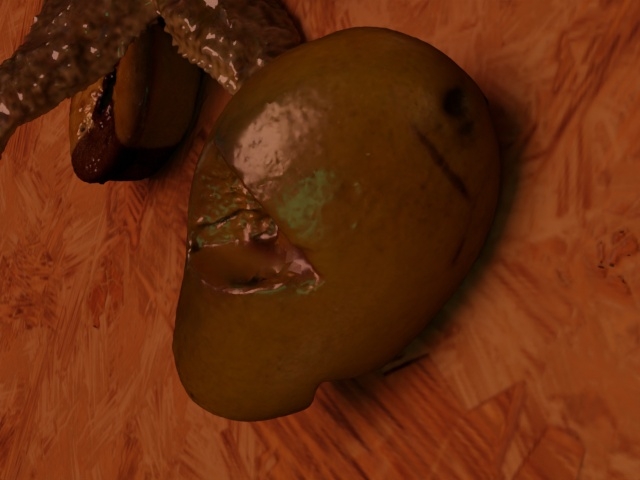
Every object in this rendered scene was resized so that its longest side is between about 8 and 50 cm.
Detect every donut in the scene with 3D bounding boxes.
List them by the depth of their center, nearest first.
[{"bbox_3d":[-0.176,-0.138,0.912,0.184,0.073,0.166,-56,43,29],"label":"donut"}]

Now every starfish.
[{"bbox_3d":[-0.172,-0.180,0.790,0.324,0.082,0.432,-19,55,2],"label":"starfish"}]

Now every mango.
[{"bbox_3d":[0.000,0.000,0.568,0.130,0.167,0.262,-115,43,-58],"label":"mango"}]
